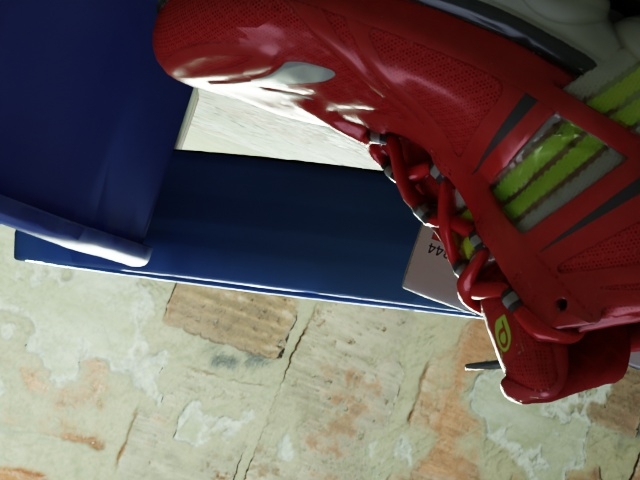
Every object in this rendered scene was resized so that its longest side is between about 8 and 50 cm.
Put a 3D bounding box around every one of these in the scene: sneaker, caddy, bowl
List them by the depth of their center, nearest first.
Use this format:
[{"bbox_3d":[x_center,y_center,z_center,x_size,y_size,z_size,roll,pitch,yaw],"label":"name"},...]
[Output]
[{"bbox_3d":[0.063,-0.014,0.547,0.279,0.118,0.107,20,178,19],"label":"sneaker"},{"bbox_3d":[-0.195,-0.070,0.918,0.241,0.179,0.341,22,179,8],"label":"caddy"},{"bbox_3d":[0.000,0.000,1.207,0.391,0.077,0.391,7,178,0],"label":"bowl"}]

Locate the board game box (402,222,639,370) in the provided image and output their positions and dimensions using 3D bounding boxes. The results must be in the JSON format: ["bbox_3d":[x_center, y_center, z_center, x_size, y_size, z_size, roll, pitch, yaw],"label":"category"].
[{"bbox_3d":[0.146,0.015,0.852,0.193,0.053,0.305,19,-174,6],"label":"board game box"}]

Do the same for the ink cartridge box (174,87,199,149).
[{"bbox_3d":[-0.149,-0.099,1.318,0.115,0.067,0.198,19,180,-3],"label":"ink cartridge box"}]

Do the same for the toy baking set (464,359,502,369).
[{"bbox_3d":[0.239,0.070,1.303,0.256,0.030,0.197,-3,178,18],"label":"toy baking set"}]
